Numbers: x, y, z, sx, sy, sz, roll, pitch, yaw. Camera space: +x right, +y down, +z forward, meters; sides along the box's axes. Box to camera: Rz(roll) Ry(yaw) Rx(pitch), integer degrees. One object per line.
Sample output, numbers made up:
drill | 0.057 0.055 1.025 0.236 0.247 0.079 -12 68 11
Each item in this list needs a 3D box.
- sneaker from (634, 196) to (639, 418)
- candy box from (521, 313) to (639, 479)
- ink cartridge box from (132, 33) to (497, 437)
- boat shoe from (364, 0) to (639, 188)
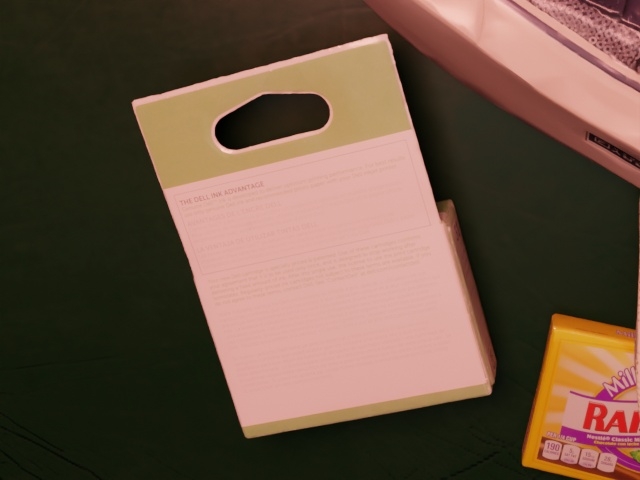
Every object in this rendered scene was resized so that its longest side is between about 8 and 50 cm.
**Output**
sneaker | 0.228 0.041 0.699 0.084 0.058 0.152 2 89 14
candy box | 0.238 0.117 0.756 0.206 0.027 0.105 11 109 9
ink cartridge box | 0.000 0.000 0.751 0.171 0.056 0.235 -12 104 17
boat shoe | 0.178 -0.124 0.642 0.340 0.127 0.158 34 90 7
